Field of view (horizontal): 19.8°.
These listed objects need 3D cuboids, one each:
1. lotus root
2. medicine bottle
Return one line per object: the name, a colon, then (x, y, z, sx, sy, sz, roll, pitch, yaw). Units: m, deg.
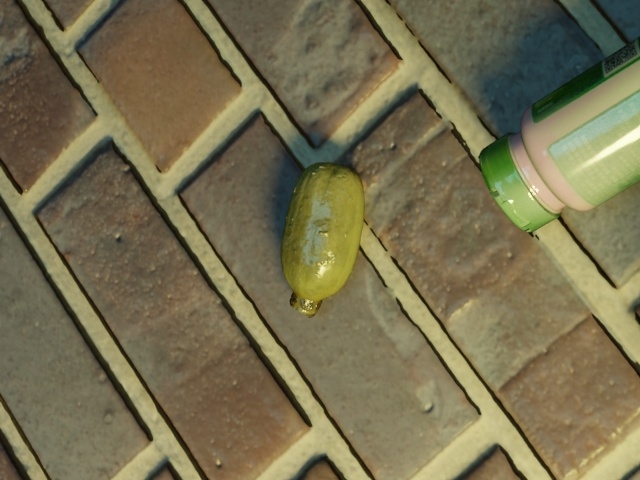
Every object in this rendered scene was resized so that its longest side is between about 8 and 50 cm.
lotus root: (0.000, 0.000, 2.126, 0.090, 0.077, 0.183, 14, 91, 29)
medicine bottle: (0.305, -0.119, 1.940, 0.274, 0.133, 0.133, -32, 72, 21)
